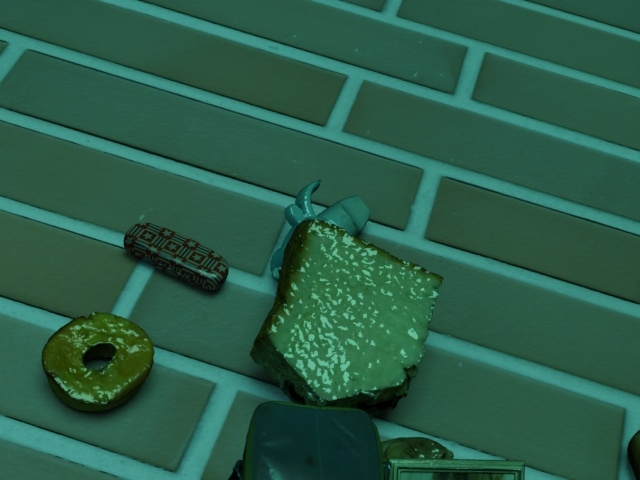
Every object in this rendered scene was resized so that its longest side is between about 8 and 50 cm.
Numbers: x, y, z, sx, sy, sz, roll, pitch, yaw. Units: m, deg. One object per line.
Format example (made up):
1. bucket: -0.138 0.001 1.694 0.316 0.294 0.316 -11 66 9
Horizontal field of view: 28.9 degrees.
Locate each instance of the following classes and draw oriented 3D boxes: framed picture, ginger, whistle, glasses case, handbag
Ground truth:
1. framed picture: 0.191 0.446 1.763 0.217 0.017 0.274 2 86 -13
2. ginger: 0.135 0.330 1.875 0.138 0.213 0.074 -10 78 -10
3. whistle: 0.000 0.000 2.236 0.186 0.093 0.274 51 48 -1
4. glasses case: -0.250 0.029 2.175 0.195 0.049 0.073 25 44 12
5. handbag: -0.022 0.384 1.744 0.222 0.241 0.263 2 44 -10

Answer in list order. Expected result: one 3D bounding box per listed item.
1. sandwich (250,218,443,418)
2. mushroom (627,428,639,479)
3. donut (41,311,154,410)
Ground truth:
1. sandwich: 0.035 0.150 2.019 0.262 0.131 0.325 24 54 -8
2. mushroom: 0.554 0.381 1.999 0.094 0.072 0.209 -7 48 -8
3. donut: -0.353 0.198 1.977 0.178 0.065 0.162 -26 62 -34
